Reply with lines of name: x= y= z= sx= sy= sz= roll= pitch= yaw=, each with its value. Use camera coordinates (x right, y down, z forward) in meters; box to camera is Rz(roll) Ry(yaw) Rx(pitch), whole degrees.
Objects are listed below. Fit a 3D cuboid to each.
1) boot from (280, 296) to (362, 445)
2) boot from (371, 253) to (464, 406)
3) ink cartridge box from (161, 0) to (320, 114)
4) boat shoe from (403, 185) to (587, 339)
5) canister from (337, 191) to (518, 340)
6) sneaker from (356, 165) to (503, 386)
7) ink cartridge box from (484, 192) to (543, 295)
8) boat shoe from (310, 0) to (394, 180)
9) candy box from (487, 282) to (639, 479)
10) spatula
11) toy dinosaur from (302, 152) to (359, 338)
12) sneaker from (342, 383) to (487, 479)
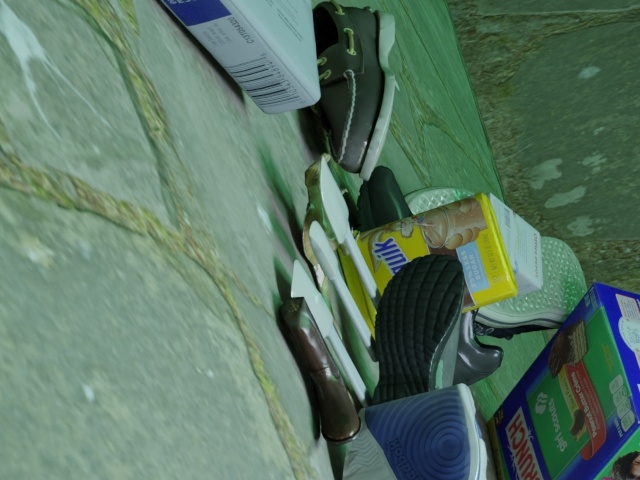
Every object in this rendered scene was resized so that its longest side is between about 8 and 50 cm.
boot: x=-0.002 y=0.110 z=1.435 sx=0.106 sy=0.037 sz=0.114 roll=-116 pitch=-175 yaw=-65
boot: x=0.105 y=0.151 z=1.696 sx=0.161 sy=0.083 sz=0.246 roll=67 pitch=31 yaw=-53
ink cartridge box: x=-0.098 y=-0.327 z=1.500 sx=0.324 sy=0.071 sz=0.330 roll=44 pitch=35 yaw=-59
boat shoe: x=0.210 y=0.049 z=2.279 sx=0.500 sy=0.156 sz=0.186 roll=17 pitch=59 yaw=-58
canister: x=0.116 y=0.029 z=1.793 sx=0.073 sy=0.170 sz=0.126 roll=37 pitch=36 yaw=-71
sneaker: x=0.130 y=0.042 z=1.946 sx=0.109 sy=0.130 sz=0.286 roll=-28 pitch=97 yaw=-77
ink cartridge box: x=0.233 y=0.007 z=2.132 sx=0.122 sy=0.052 sz=0.088 roll=34 pitch=47 yaw=-40
boat shoe: x=0.028 y=-0.180 z=1.908 sx=0.324 sy=0.097 sz=0.116 roll=-86 pitch=-164 yaw=-54
candy box: x=0.372 y=0.264 z=2.301 sx=0.122 sy=0.317 sz=0.268 roll=16 pitch=38 yaw=-20
spatula: x=0.021 y=0.058 z=1.597 sx=0.242 sy=0.019 sz=0.168 roll=65 pitch=25 yaw=-48
toy dinosaur: x=0.000 y=0.000 z=1.637 sx=0.092 sy=0.053 sz=0.183 roll=-37 pitch=123 yaw=-67
sneaker: x=0.108 y=0.299 z=1.483 sx=0.182 sy=0.127 sz=0.315 roll=50 pitch=31 yaw=-70
